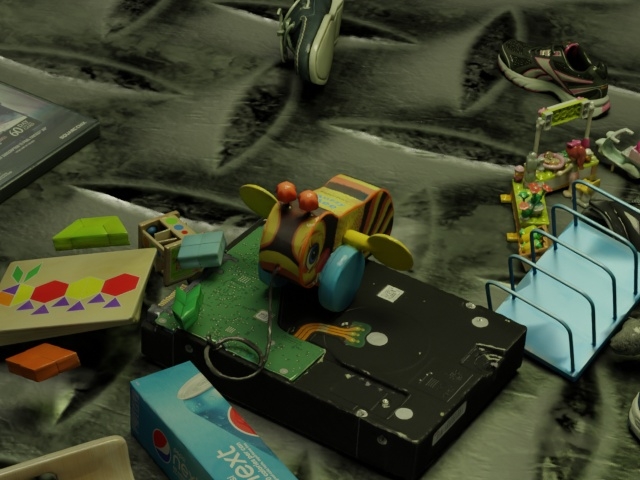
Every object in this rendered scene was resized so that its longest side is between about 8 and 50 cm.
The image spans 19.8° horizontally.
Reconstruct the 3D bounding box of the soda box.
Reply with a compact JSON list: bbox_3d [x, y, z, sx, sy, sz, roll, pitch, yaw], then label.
[{"bbox_3d":[-0.104,0.207,1.762,0.071,0.067,0.210,-18,42,-29],"label":"soda box"}]

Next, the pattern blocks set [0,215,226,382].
[{"bbox_3d":[-0.267,0.060,1.929,0.324,0.026,0.285,-2,33,19],"label":"pattern blocks set"}]

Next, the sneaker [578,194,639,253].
[{"bbox_3d":[0.373,-0.036,2.124,0.153,0.101,0.268,6,38,-3],"label":"sneaker"}]

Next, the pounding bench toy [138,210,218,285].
[{"bbox_3d":[-0.156,0.002,2.060,0.083,0.052,0.065,-21,42,-31],"label":"pounding bench toy"}]

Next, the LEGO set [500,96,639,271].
[{"bbox_3d":[0.283,-0.082,2.179,0.132,0.107,0.287,24,40,26],"label":"LEGO set"}]

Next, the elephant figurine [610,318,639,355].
[{"bbox_3d":[0.466,0.099,1.931,0.239,0.186,0.169,-32,91,-27],"label":"elephant figurine"}]

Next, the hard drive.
[{"bbox_3d":[0.014,0.106,1.921,0.339,0.064,0.237,23,39,24],"label":"hard drive"}]

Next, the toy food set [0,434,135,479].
[{"bbox_3d":[-0.207,0.296,1.601,0.219,0.092,0.306,-16,40,-26],"label":"toy food set"}]

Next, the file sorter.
[{"bbox_3d":[0.270,0.037,1.956,0.118,0.104,0.170,31,65,26],"label":"file sorter"}]

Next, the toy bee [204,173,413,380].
[{"bbox_3d":[0.000,0.000,1.879,0.195,0.162,0.298,9,35,4],"label":"toy bee"}]

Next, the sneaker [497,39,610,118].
[{"bbox_3d":[0.316,-0.234,2.424,0.178,0.077,0.072,30,41,33],"label":"sneaker"}]

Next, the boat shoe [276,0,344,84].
[{"bbox_3d":[-0.017,-0.282,2.441,0.079,0.095,0.254,8,34,3],"label":"boat shoe"}]

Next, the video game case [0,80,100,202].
[{"bbox_3d":[-0.439,-0.142,2.260,0.274,0.026,0.196,23,39,23],"label":"video game case"}]

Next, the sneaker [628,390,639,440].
[{"bbox_3d":[0.385,0.200,1.810,0.080,0.081,0.211,-19,43,-32],"label":"sneaker"}]
